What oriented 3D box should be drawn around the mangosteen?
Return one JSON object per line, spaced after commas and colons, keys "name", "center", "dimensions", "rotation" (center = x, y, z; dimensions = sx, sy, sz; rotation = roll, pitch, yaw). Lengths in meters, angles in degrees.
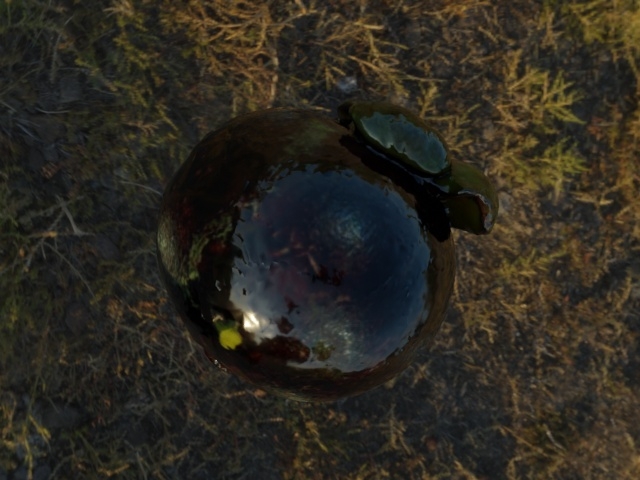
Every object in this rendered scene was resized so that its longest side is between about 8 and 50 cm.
{"name": "mangosteen", "center": [0.000, 0.000, 0.602], "dimensions": [0.288, 0.288, 0.288], "rotation": [-6, 103, -26]}
